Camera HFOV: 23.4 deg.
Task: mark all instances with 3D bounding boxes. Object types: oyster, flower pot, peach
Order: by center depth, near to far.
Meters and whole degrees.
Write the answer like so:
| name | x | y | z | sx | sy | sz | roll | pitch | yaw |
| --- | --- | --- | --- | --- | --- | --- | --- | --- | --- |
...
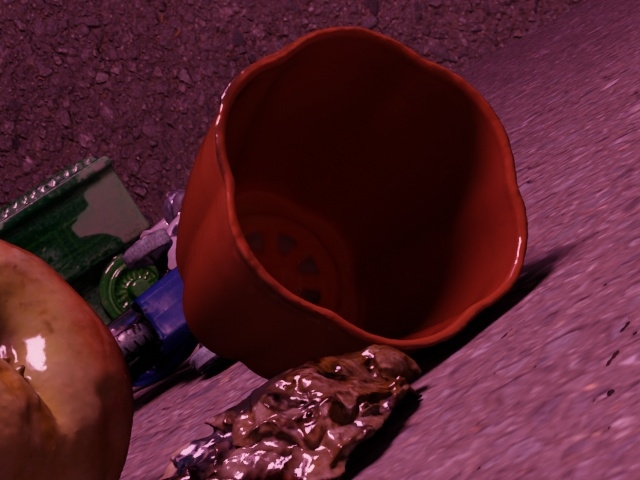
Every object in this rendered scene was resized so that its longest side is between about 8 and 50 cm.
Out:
| name | x | y | z | sx | sy | sz | roll | pitch | yaw |
| --- | --- | --- | --- | --- | --- | --- | --- | --- | --- |
| oyster | -0.011 | 0.088 | 0.744 | 0.103 | 0.051 | 0.148 | -14 | 6 | 45 |
| peach | -0.227 | 0.114 | 0.859 | 0.235 | 0.214 | 0.214 | -49 | -1 | 22 |
| flower pot | 0.000 | 0.000 | 0.902 | 0.190 | 0.191 | 0.173 | -35 | -6 | -33 |

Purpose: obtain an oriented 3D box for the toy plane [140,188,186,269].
| name | x | y | z | sx | sy | sz | roll | pitch | yaw |
| --- | --- | --- | --- | --- | --- | --- | --- | --- | --- |
| toy plane | -0.067 | -0.015 | 1.575 | 0.244 | 0.117 | 0.245 | -16 | 21 | 7 |

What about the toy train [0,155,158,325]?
| name | x | y | z | sx | sy | sz | roll | pitch | yaw |
| --- | --- | --- | --- | --- | --- | --- | --- | --- | --- |
| toy train | -0.289 | 0.047 | 1.687 | 0.266 | 0.202 | 0.145 | -36 | 9 | -22 |

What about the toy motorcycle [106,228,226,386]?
| name | x | y | z | sx | sy | sz | roll | pitch | yaw |
| --- | --- | --- | --- | --- | --- | --- | --- | --- | --- |
| toy motorcycle | -0.076 | 0.033 | 1.258 | 0.315 | 0.113 | 0.169 | -37 | -7 | 20 |
